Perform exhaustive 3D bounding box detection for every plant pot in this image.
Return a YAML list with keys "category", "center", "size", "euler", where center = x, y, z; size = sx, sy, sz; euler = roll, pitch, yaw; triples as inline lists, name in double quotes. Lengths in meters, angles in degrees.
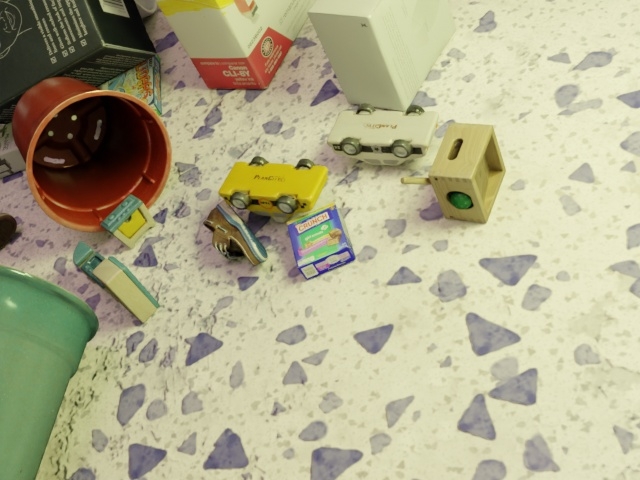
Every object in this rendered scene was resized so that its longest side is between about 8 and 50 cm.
- category: "plant pot"
  center: [-0.465, -0.190, 1.639]
  size: [0.272, 0.272, 0.265]
  euler: [-42, 39, -10]
- category: "plant pot"
  center: [-0.541, 0.248, 1.275]
  size: [0.341, 0.341, 0.334]
  euler: [-7, 59, 21]

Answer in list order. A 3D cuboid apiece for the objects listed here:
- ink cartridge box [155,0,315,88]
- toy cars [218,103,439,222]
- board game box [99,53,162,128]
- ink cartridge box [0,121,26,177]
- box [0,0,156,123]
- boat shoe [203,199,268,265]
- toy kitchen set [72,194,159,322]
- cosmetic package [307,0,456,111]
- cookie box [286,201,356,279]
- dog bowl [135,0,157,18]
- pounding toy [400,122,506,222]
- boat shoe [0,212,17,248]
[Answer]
- category: "ink cartridge box"
  center: [-0.190, -0.534, 1.681]
  size: [0.160, 0.384, 0.279]
  euler: [8, 58, 31]
- category: "toy cars"
  center: [0.021, -0.125, 1.455]
  size: [0.394, 0.087, 0.176]
  euler: [-26, 45, 0]
- category: "board game box"
  center: [-0.419, -0.329, 1.865]
  size: [0.136, 0.035, 0.201]
  euler: [-21, 47, 9]
- category: "ink cartridge box"
  center: [-0.703, -0.201, 1.879]
  size: [0.151, 0.063, 0.109]
  euler: [-19, 47, 12]
- category: "box"
  center: [-0.608, -0.457, 1.813]
  size: [0.396, 0.212, 0.293]
  euler: [-22, 89, 21]
- category: "boat shoe"
  center: [-0.149, 0.000, 1.451]
  size: [0.066, 0.066, 0.183]
  euler: [-40, 37, -2]
- category: "toy kitchen set"
  center: [-0.339, 0.011, 1.487]
  size: [0.207, 0.122, 0.166]
  euler: [30, 70, 39]
- category: "cosmetic package"
  center: [0.117, -0.396, 1.529]
  size: [0.138, 0.224, 0.224]
  euler: [13, 60, 33]
- category: "cookie box"
  center: [0.000, 0.000, 1.388]
  size: [0.092, 0.040, 0.107]
  euler: [-23, 46, 8]
- category: "dog bowl"
  center: [-0.500, -0.645, 2.006]
  size: [0.104, 0.265, 0.265]
  euler: [-21, 47, 13]
- category: "pounding toy"
  center: [0.209, -0.101, 1.307]
  size: [0.100, 0.130, 0.141]
  euler: [8, 57, 31]
- category: "boat shoe"
  center: [-0.705, 0.002, 1.717]
  size: [0.190, 0.068, 0.072]
  euler: [-36, 35, -5]
